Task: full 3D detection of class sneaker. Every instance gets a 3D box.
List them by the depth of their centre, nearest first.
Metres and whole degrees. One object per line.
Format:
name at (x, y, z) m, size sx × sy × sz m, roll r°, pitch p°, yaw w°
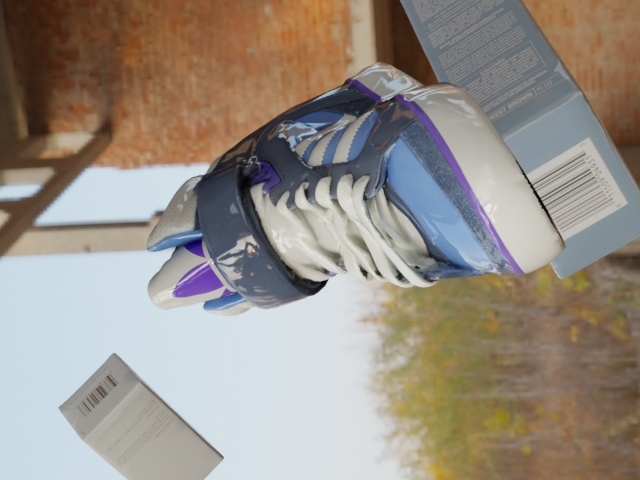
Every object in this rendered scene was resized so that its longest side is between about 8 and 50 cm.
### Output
sneaker at (0.000, -0.001, 0.756) m, size 0.130 × 0.236 × 0.323 m, roll 55°, pitch 179°, yaw -23°

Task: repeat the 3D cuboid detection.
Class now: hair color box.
hair color box at (0.198, -0.154, 1.178) m, size 0.185 × 0.114 × 0.374 m, roll 50°, pitch -164°, yaw -35°

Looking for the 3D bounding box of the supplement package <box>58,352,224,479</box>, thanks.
supplement package at (-0.231, 0.250, 1.478) m, size 0.179 × 0.105 × 0.105 m, roll 51°, pitch 167°, yaw -32°
